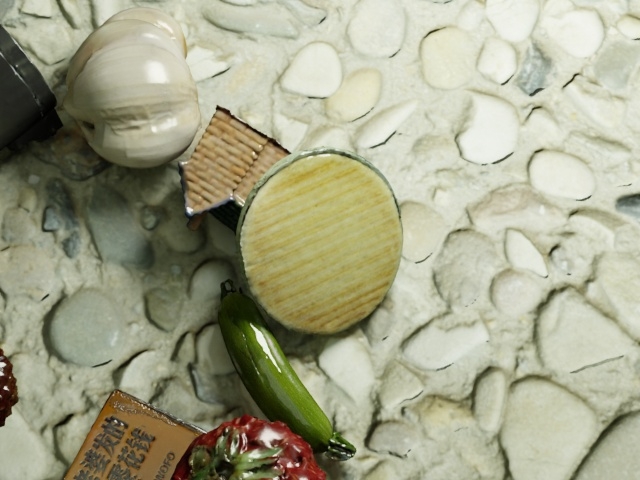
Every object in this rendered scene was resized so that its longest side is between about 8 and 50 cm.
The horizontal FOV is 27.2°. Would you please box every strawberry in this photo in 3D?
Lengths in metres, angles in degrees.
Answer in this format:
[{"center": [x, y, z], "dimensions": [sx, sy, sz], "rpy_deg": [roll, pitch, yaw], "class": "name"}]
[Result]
[{"center": [-0.086, 0.377, 1.692], "dimensions": [0.274, 0.220, 0.274], "rpy_deg": [-23, 38, 20], "class": "strawberry"}]

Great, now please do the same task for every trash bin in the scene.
[{"center": [-0.560, -0.176, 1.916], "dimensions": [0.301, 0.203, 0.252], "rpy_deg": [-42, 114, -15], "class": "trash bin"}]

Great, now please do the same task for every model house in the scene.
[{"center": [-0.119, -0.073, 1.909], "dimensions": [0.183, 0.166, 0.172], "rpy_deg": [31, 86, -4], "class": "model house"}]

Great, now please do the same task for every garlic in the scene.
[{"center": [-0.286, -0.231, 1.944], "dimensions": [0.203, 0.185, 0.281], "rpy_deg": [-10, 68, -5], "class": "garlic"}]

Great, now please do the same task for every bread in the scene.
[{"center": [0.000, 0.000, 1.858], "dimensions": [0.267, 0.040, 0.267], "rpy_deg": [-4, 100, -25], "class": "bread"}]

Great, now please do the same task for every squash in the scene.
[{"center": [-0.068, 0.185, 1.836], "dimensions": [0.080, 0.071, 0.318], "rpy_deg": [-32, 71, -13], "class": "squash"}]

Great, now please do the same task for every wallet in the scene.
[{"center": [-0.260, 0.314, 1.800], "dimensions": [0.161, 0.042, 0.195], "rpy_deg": [24, 70, 9], "class": "wallet"}]

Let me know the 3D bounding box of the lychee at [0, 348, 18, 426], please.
[{"center": [-0.500, 0.195, 1.771], "dimensions": [0.188, 0.188, 0.188], "rpy_deg": [0, 68, 0], "class": "lychee"}]
